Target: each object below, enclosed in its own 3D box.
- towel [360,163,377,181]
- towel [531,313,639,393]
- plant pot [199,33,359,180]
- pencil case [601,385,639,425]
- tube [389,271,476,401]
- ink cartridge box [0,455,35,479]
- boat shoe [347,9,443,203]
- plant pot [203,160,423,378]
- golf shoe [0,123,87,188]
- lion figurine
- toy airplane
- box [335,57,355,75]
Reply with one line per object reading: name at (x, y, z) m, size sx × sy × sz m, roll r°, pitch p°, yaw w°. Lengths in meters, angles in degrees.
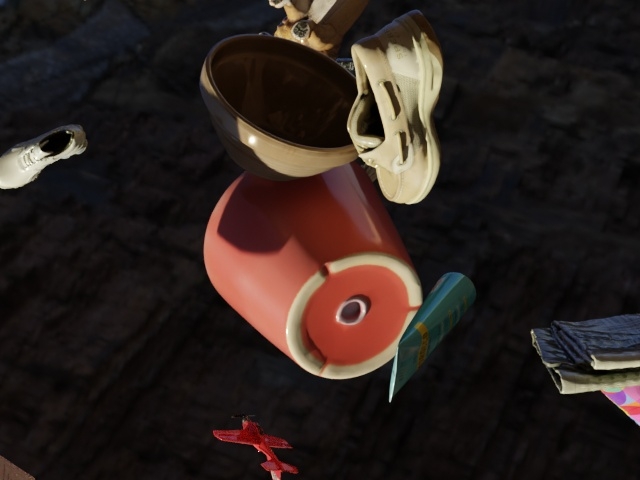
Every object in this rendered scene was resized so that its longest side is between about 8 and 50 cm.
towel at (0.000, 0.000, 2.100) m, size 0.209 × 0.034 × 0.285 m, roll -51°, pitch -4°, yaw -32°
towel at (0.469, 0.140, 1.761) m, size 0.312 × 0.324 × 0.056 m, roll -81°, pitch -18°, yaw -81°
plant pot at (-0.053, -0.155, 1.607) m, size 0.237 × 0.237 × 0.109 m, roll -50°, pitch -11°, yaw -51°
pencil case at (0.584, 0.272, 2.302) m, size 0.236 × 0.104 × 0.104 m, roll 40°, pitch -117°, yaw -28°
tube at (0.127, 0.107, 1.481) m, size 0.207 × 0.052 × 0.080 m, roll -44°, pitch -38°, yaw -51°
ink cartridge box at (-0.467, 0.300, 1.472) m, size 0.208 × 0.153 × 0.087 m, roll 46°, pitch -158°, yaw -37°
boat shoe at (0.076, -0.137, 1.421) m, size 0.098 × 0.109 × 0.302 m, roll -23°, pitch -29°, yaw -13°
plant pot at (0.002, 0.043, 1.683) m, size 0.243 × 0.275 × 0.275 m, roll -128°, pitch 43°, yaw -54°
golf shoe at (-0.480, -0.147, 2.079) m, size 0.176 × 0.069 × 0.086 m, roll -31°, pitch 1°, yaw -3°
lion figurine at (0.037, -0.419, 2.074) m, size 0.392 × 0.142 × 0.240 m, roll -42°, pitch -15°, yaw 9°
toy airplane at (-0.088, 0.311, 1.857) m, size 0.028 × 0.151 × 0.151 m, roll -55°, pitch -10°, yaw 21°
box at (0.029, -0.304, 2.346) m, size 0.018 × 0.067 × 0.083 m, roll -130°, pitch 42°, yaw -57°
